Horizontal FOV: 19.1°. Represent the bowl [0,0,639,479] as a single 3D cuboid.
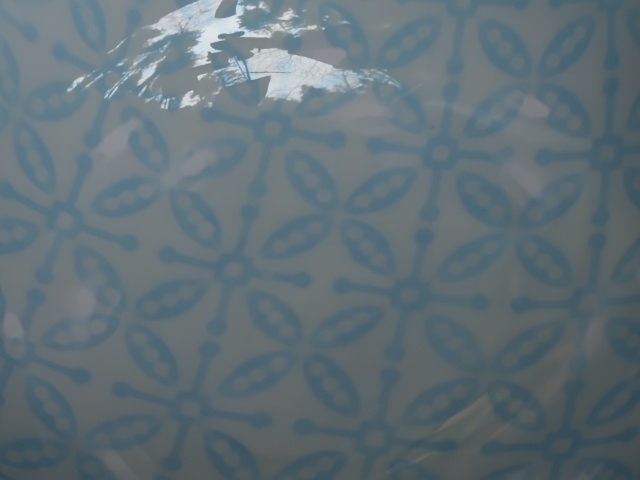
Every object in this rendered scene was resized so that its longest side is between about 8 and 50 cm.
[{"bbox_3d":[0.000,0.000,0.504,0.289,0.289,0.156,-27,145,-12],"label":"bowl"}]
